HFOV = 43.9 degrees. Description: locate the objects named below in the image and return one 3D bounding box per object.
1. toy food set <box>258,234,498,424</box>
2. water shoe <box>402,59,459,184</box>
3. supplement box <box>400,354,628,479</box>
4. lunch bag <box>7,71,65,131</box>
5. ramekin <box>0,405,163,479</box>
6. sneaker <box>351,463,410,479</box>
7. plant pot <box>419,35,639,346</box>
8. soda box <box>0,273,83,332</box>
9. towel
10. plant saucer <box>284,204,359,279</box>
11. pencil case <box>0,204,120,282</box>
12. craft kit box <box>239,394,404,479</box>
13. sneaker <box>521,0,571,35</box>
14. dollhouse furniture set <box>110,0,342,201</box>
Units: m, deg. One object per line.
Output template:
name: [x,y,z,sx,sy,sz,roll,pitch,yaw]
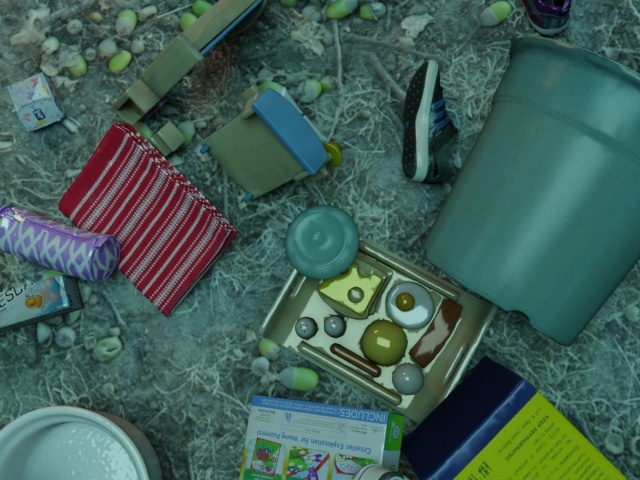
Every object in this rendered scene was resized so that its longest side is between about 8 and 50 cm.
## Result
toy food set: [0.087,0.124,1.233,0.306,0.092,0.220,29,86,8]
water shoe: [0.181,-0.189,1.290,0.080,0.073,0.203,10,82,-20]
supplement box: [0.309,0.362,1.096,0.194,0.195,0.356,-45,92,-2]
lunch bag: [-0.482,-0.235,1.357,0.071,0.053,0.083,-20,90,4]
ramekin: [-0.375,0.390,1.220,0.277,0.135,0.277,-1,83,6]
sneaker: [0.121,0.413,1.030,0.094,0.091,0.258,-31,92,-23]
plant pot: [0.333,-0.053,1.134,0.341,0.341,0.334,31,95,9]
soda box: [-0.491,0.109,1.305,0.183,0.063,0.058,-17,82,3]
towel: [-0.289,-0.036,1.298,0.275,0.031,0.199,43,106,10]
plant saucer: [0.000,0.000,1.231,0.119,0.021,0.119,-3,77,12]
pencil case: [-0.427,0.002,1.289,0.206,0.088,0.086,16,41,15]
craft kit box: [-0.010,0.363,1.163,0.250,0.061,0.247,0,72,35]
sneaker: [0.341,-0.444,1.284,0.083,0.098,0.224,-31,81,0]
dollhouse furniture set: [-0.122,-0.212,1.293,0.303,0.286,0.198,48,53,-14]
